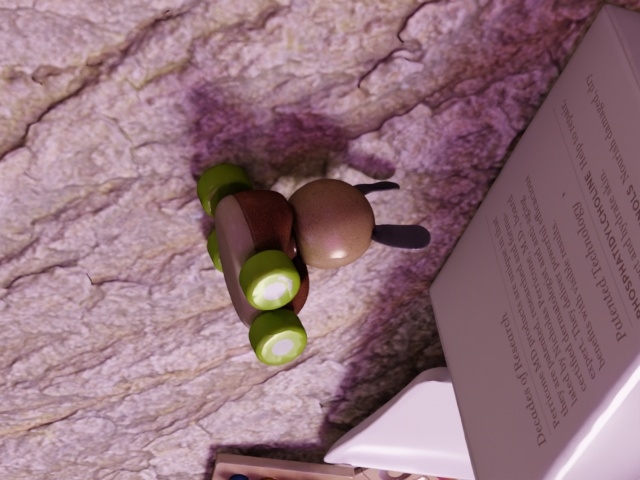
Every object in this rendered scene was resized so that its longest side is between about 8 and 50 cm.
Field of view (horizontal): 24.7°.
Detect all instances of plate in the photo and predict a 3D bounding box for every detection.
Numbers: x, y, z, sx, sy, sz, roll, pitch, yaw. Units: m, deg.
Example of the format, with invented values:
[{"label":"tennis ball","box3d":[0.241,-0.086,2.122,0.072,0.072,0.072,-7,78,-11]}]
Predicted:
[{"label":"plate","box3d":[0.179,0.202,1.614,0.277,0.045,0.278,11,152,-19]}]

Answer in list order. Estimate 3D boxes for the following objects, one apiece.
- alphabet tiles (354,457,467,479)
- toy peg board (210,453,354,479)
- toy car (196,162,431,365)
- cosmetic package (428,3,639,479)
[{"label":"alphabet tiles","box3d":[0.103,0.381,1.848,0.285,0.011,0.342,-26,134,14]},{"label":"toy peg board","box3d":[-0.053,0.333,1.701,0.160,0.079,0.161,7,135,-8]},{"label":"toy car","box3d":[0.000,0.000,1.363,0.188,0.155,0.149,-18,136,-11]},{"label":"cosmetic package","box3d":[0.347,0.058,1.354,0.329,0.327,0.394,9,133,-20]}]
